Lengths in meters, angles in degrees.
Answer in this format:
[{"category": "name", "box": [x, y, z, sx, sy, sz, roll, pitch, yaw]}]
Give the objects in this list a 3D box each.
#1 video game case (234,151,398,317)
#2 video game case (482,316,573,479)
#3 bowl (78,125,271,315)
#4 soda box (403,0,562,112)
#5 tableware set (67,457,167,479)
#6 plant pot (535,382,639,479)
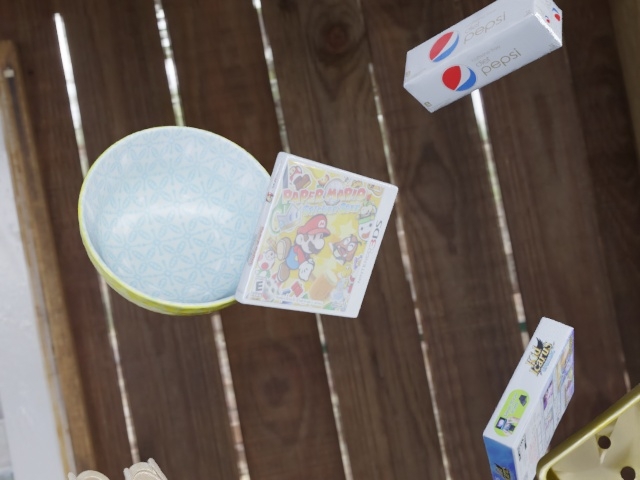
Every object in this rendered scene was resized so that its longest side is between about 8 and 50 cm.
[{"category": "video game case", "box": [0.000, 0.000, 1.232, 0.227, 0.206, 0.026, 12, 8, -44]}, {"category": "video game case", "box": [0.378, 0.305, 1.576, 0.061, 0.244, 0.269, 22, -26, 28]}, {"category": "bowl", "box": [-0.209, -0.006, 1.282, 0.289, 0.289, 0.156, -9, -23, -25]}, {"category": "soda box", "box": [0.217, -0.260, 1.201, 0.216, 0.074, 0.069, -24, -48, 39]}, {"category": "tableware set", "box": [-0.212, 0.319, 1.004, 0.020, 0.141, 0.168, -44, -25, 27]}, {"category": "plant pot", "box": [0.353, 0.258, 0.931, 0.212, 0.212, 0.187, -36, -6, -4]}]
